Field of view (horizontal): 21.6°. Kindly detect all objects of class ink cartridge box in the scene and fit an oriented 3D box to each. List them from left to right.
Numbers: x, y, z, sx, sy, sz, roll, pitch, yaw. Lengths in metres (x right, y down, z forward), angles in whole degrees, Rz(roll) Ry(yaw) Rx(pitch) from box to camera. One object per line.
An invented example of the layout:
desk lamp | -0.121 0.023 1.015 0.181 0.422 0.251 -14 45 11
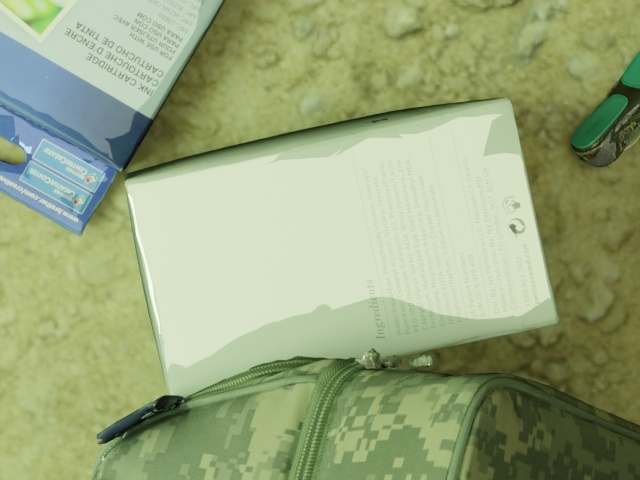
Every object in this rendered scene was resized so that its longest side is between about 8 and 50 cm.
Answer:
ink cartridge box | -0.154 -0.178 1.072 0.186 0.065 0.311 30 91 -8

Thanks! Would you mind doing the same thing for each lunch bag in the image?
lunch bag | 0.047 0.182 0.905 0.305 0.256 0.212 23 71 -44

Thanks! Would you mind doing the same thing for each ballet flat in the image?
ballet flat | 0.217 -0.095 1.148 0.041 0.041 0.114 41 88 -7

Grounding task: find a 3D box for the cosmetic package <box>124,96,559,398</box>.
cosmetic package | 0.000 0.000 1.028 0.225 0.224 0.138 -14 95 -6
